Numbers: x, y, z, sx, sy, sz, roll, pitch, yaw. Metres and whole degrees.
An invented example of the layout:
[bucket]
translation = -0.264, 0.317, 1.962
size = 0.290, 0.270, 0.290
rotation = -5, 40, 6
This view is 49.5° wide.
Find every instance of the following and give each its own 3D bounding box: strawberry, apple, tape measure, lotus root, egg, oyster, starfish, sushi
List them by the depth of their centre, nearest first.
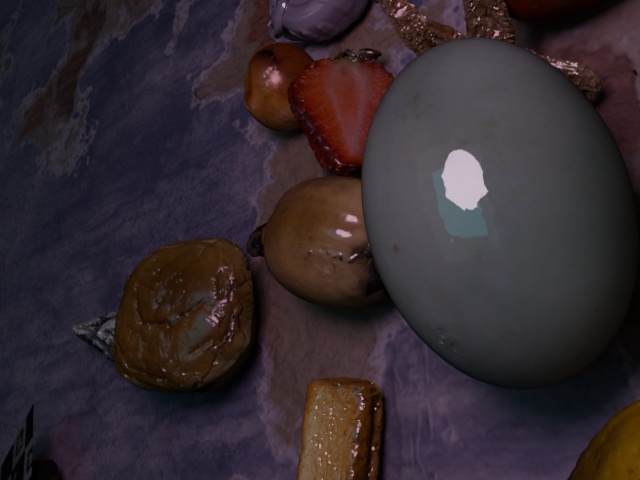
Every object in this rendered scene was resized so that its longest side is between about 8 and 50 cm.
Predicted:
[egg]
translation = 0.184, -0.036, 0.745
size = 0.276, 0.276, 0.389
rotation = -27, 68, 34
[starfish]
translation = 0.178, -0.215, 0.876
size = 0.299, 0.302, 0.060
rotation = -17, 21, 29
[lotus root]
translation = 0.000, 0.000, 0.995
size = 0.310, 0.182, 0.183
rotation = 6, 79, 50
[strawberry]
translation = 0.029, -0.183, 1.062
size = 0.175, 0.107, 0.236
rotation = 21, 58, 9
[apple]
translation = -0.067, -0.260, 1.165
size = 0.146, 0.146, 0.146
rotation = -17, 64, 38
[tape measure]
translation = 0.003, -0.442, 1.185
size = 0.197, 0.120, 0.236
rotation = 25, 97, 43
[oyster]
translation = -0.349, 0.190, 1.323
size = 0.199, 0.087, 0.252
rotation = -51, 59, 17
[sushi]
translation = -0.588, 0.563, 1.395
size = 0.373, 0.100, 0.296
rotation = -55, 36, 27

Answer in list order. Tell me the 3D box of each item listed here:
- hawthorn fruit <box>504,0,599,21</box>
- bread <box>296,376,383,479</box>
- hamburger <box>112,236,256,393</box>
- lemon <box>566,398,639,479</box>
[hawthorn fruit]
translation = 0.273, -0.391, 0.814
size = 0.224, 0.261, 0.224
rotation = -3, 75, 11
[bread]
translation = 0.027, 0.285, 0.914
size = 0.114, 0.083, 0.211
rotation = -5, 72, 37
[hamburger]
translation = -0.228, 0.120, 1.155
size = 0.285, 0.134, 0.265
rotation = -6, 74, 26
[lemon]
translation = 0.311, 0.258, 0.543
size = 0.253, 0.253, 0.310
rotation = 27, 94, 45
